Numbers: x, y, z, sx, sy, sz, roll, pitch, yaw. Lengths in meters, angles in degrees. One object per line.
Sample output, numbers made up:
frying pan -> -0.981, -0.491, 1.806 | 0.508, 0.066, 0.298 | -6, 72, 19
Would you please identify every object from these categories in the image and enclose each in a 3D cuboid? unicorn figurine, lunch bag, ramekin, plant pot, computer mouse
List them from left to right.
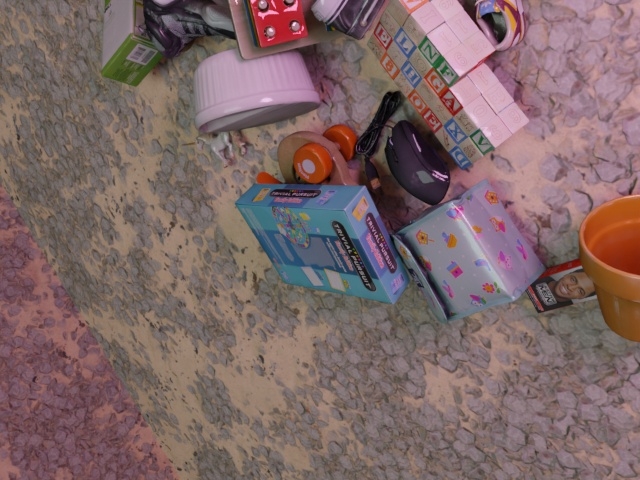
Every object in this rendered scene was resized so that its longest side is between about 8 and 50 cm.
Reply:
unicorn figurine -> -0.259, -0.244, 1.535 | 0.162, 0.060, 0.111 | -30, 93, 29
ramekin -> -0.142, -0.318, 1.250 | 0.273, 0.273, 0.127 | -8, 97, 42
computer mouse -> 0.142, -0.151, 1.178 | 0.184, 0.060, 0.262 | -58, 48, 45
lunch bag -> 0.262, 0.036, 1.185 | 0.223, 0.160, 0.262 | 58, 142, 0
plant pot -> 0.529, 0.059, 0.963 | 0.205, 0.205, 0.188 | 12, 136, 35

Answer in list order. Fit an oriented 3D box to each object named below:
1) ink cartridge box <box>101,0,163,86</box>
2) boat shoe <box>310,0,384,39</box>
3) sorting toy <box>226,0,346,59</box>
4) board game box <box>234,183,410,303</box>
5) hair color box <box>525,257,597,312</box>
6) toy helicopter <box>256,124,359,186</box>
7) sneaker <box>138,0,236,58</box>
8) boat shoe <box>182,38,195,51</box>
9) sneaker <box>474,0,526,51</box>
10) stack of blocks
ink cartridge box -> -0.471, -0.554, 1.511 | 0.189, 0.097, 0.255 | -24, 63, 45
boat shoe -> 0.118, -0.496, 1.000 | 0.119, 0.121, 0.335 | 30, 110, -22
sorting toy -> -0.043, -0.480, 1.067 | 0.089, 0.257, 0.255 | -134, 30, -66
board game box -> 0.000, 0.000, 1.292 | 0.336, 0.079, 0.253 | 6, 136, 44
hair color box -> 0.462, 0.083, 1.124 | 0.141, 0.043, 0.072 | -28, 95, 45
toy helicopter -> 0.000, -0.077, 1.358 | 0.235, 0.140, 0.355 | -6, 116, 40
sneaker -> -0.277, -0.472, 1.335 | 0.269, 0.101, 0.153 | 23, 128, -6
boat shoe -> -0.315, -0.578, 1.371 | 0.105, 0.089, 0.285 | 12, 129, -6
sneaker -> 0.281, -0.401, 0.967 | 0.070, 0.084, 0.185 | -13, 106, 43
stack of blocks -> 0.221, -0.285, 1.032 | 0.297, 0.087, 0.171 | 53, 165, 1
